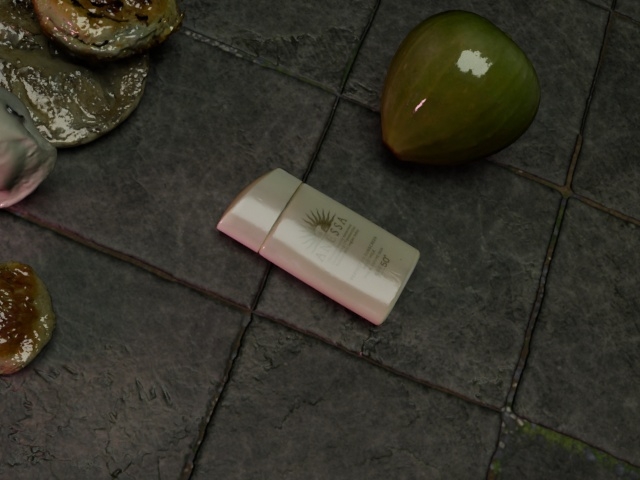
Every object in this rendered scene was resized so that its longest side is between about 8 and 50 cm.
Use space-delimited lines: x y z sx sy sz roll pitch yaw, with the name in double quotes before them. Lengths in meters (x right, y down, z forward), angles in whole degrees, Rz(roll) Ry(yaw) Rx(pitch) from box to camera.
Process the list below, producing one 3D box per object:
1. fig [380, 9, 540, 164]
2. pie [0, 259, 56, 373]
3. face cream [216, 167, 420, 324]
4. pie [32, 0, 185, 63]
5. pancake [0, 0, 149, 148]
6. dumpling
"fig" 0.249 -0.276 1.951 0.316 0.316 0.316 5 66 -12
"pie" -0.522 0.124 1.685 0.163 0.079 0.193 -2 68 -19
"face cream" 0.000 0.000 1.865 0.349 0.081 0.173 32 63 1
"pie" -0.400 -0.452 1.882 0.308 0.085 0.308 8 62 -15
"pancake" -0.507 -0.339 1.886 0.387 0.082 0.386 8 65 -17
"dumpling" -0.597 -0.172 1.735 0.243 0.227 0.175 49 32 19
